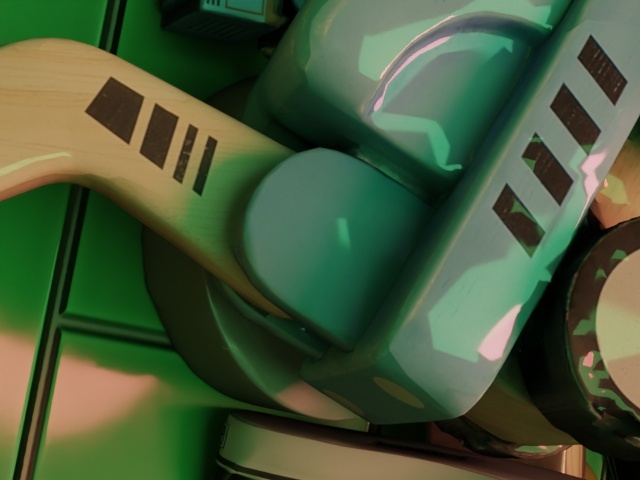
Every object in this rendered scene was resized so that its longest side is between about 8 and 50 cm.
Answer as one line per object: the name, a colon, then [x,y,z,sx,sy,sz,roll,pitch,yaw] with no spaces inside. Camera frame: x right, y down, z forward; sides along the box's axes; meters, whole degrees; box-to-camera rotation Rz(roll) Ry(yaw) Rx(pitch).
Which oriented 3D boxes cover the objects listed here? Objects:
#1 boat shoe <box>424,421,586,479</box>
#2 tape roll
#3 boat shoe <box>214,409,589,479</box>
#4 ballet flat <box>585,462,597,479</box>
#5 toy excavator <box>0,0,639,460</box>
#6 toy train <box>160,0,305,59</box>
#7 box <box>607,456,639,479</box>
boat shoe: [0.130,0.220,0.799,0.130,0.132,0.355,33,65,-60]
tape roll: [0.000,0.000,0.749,0.219,0.072,0.219,0,91,-36]
boat shoe: [0.077,0.180,0.690,0.113,0.306,0.105,18,83,-78]
ballet flat: [0.172,0.271,0.877,0.080,0.073,0.232,41,67,-30]
toy excavator: [-0.014,-0.030,0.593,0.445,0.222,0.433,34,75,-4]
toy train: [-0.037,-0.203,0.720,0.105,0.080,0.184,7,86,-31]
box: [0.551,0.119,0.909,0.471,0.480,0.297,-22,102,-35]
